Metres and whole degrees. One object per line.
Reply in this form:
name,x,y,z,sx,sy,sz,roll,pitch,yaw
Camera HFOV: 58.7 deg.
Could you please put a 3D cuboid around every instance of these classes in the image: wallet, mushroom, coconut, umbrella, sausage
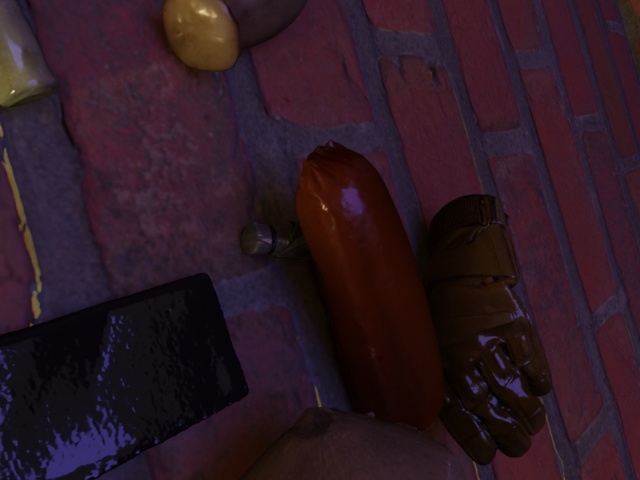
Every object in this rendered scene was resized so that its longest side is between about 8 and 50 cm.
wallet,-0.169,0.112,0.441,0.244,0.025,0.124,-19,92,-44
mushroom,-0.067,-0.271,0.606,0.247,0.096,0.108,-63,147,-32
coconut,0.028,0.250,0.459,0.227,0.227,0.231,-12,93,-46
umbrella,0.000,0.000,0.624,0.188,0.050,0.046,7,45,-41
sausage,0.060,0.066,0.589,0.097,0.094,0.349,-38,122,-40

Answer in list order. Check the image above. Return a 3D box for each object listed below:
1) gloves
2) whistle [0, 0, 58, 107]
gloves,0.192,0.103,0.714,0.141,0.154,0.331,39,46,-49
whistle,-0.270,-0.224,0.411,0.126,0.067,0.258,-33,104,-43
